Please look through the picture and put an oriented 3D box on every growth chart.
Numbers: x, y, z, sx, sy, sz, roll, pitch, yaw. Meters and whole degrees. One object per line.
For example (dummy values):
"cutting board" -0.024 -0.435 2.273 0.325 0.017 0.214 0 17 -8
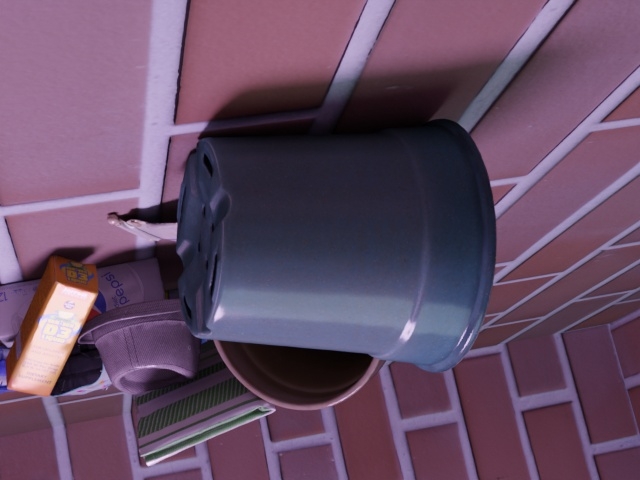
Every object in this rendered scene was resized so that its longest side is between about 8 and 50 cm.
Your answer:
"growth chart" -0.181 -0.016 1.659 0.237 0.021 0.172 -1 169 10

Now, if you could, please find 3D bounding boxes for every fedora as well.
"fedora" -0.282 0.188 1.868 0.243 0.124 0.275 -14 166 3

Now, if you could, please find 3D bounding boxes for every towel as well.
"towel" -0.211 0.264 1.922 0.248 0.038 0.325 -23 -160 -4

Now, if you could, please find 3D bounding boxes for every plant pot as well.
"plant pot" 0.015 0.093 1.847 0.323 0.323 0.280 -20 179 27
"plant pot" 0.000 0.000 1.425 0.334 0.341 0.341 3 161 -20

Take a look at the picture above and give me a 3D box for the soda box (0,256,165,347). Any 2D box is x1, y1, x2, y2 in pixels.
"soda box" -0.411 0.107 1.887 0.286 0.091 0.098 -10 165 -9

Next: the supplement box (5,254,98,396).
"supplement box" -0.436 0.140 1.775 0.078 0.080 0.233 16 117 -25

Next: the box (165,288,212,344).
"box" -0.238 0.170 2.132 0.233 0.159 0.044 -9 165 -12

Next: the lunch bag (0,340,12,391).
"lunch bag" -0.647 0.213 1.907 0.243 0.115 0.303 8 177 11

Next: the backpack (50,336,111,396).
"backpack" -0.437 0.206 2.090 0.144 0.166 0.188 0 164 -44
